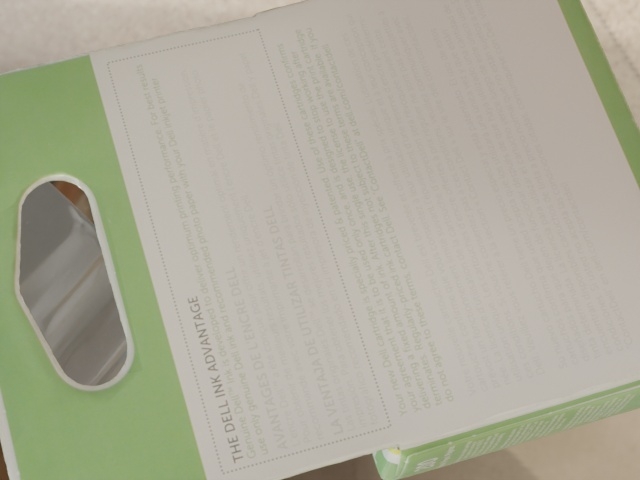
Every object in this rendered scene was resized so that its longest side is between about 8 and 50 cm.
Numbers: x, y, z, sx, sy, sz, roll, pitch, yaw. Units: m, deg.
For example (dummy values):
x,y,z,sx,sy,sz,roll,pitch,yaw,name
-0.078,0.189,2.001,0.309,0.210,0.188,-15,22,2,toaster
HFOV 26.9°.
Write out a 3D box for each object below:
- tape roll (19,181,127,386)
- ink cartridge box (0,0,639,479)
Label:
x,y,z,sx,sy,sz,roll,pitch,yaw,name
-0.193,0.004,0.727,0.219,0.072,0.219,34,161,13,tape roll
0.000,0.000,0.466,0.235,0.171,0.056,-16,159,-7,ink cartridge box
